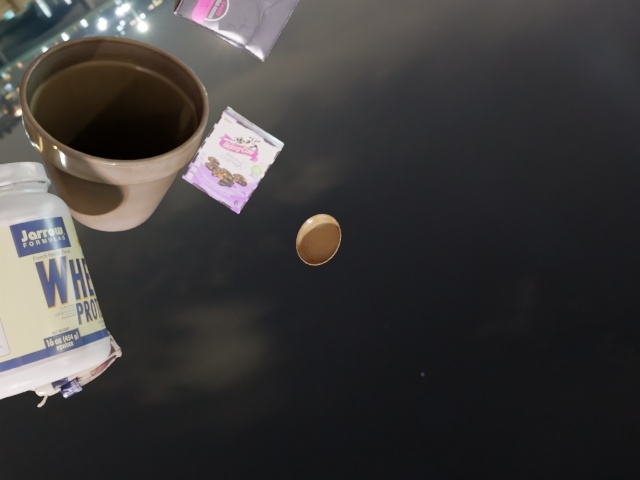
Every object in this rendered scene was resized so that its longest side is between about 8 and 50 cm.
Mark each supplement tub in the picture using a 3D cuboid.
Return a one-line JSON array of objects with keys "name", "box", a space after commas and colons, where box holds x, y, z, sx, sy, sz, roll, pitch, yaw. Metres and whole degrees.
[{"name": "supplement tub", "box": [-0.479, 0.063, 1.211, 0.235, 0.324, 0.235, -17, 180, 0]}]

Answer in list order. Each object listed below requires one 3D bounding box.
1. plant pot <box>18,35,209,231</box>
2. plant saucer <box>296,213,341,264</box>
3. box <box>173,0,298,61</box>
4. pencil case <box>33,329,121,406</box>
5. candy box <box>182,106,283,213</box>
[{"name": "plant pot", "box": [-0.393, -0.173, 1.484, 0.323, 0.323, 0.280, -53, 172, -40]}, {"name": "plant saucer", "box": [0.000, 0.000, 1.241, 0.083, 0.015, 0.083, -11, -112, 30]}, {"name": "box", "box": [-0.114, -0.392, 1.143, 0.165, 0.143, 0.270, -58, -158, 18]}, {"name": "pencil case", "box": [-0.567, 0.109, 1.507, 0.183, 0.410, 0.160, -37, -172, -30]}, {"name": "candy box", "box": [-0.210, -0.194, 1.899, 0.196, 0.165, 0.070, -55, -172, 19]}]
